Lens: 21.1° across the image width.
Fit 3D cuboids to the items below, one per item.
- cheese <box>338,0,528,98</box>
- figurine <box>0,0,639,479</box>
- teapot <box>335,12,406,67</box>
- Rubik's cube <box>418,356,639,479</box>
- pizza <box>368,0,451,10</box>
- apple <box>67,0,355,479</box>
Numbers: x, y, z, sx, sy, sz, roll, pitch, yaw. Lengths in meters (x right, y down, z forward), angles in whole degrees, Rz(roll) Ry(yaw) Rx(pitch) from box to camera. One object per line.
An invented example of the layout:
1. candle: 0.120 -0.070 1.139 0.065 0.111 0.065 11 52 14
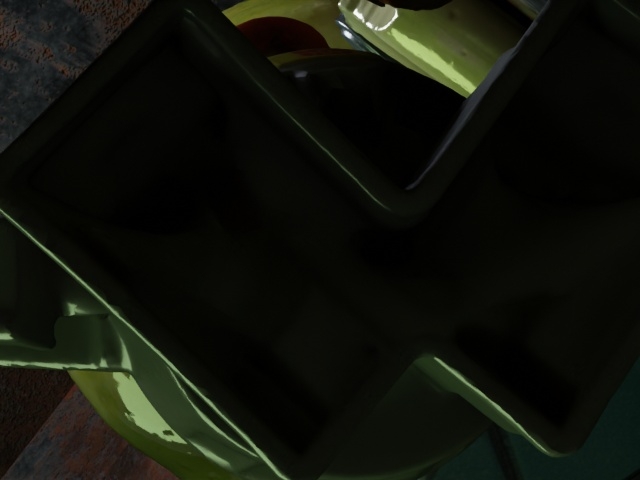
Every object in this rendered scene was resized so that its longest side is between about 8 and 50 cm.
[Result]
1. cheese: 0.118 -0.063 0.855 0.255 0.050 0.127 37 -177 8
2. figurine: -0.001 0.001 0.584 0.342 0.167 0.285 16 174 -6
3. teapot: 0.056 -0.128 1.080 0.088 0.057 0.066 39 -177 -29
4. Rubik's cube: 0.118 0.045 1.051 0.205 0.205 0.207 13 -161 -32
5. pizza: -0.014 -0.135 0.560 0.161 0.062 0.182 33 -174 36
6. apple: -0.014 0.005 1.509 0.473 0.474 0.473 38 -175 -4
